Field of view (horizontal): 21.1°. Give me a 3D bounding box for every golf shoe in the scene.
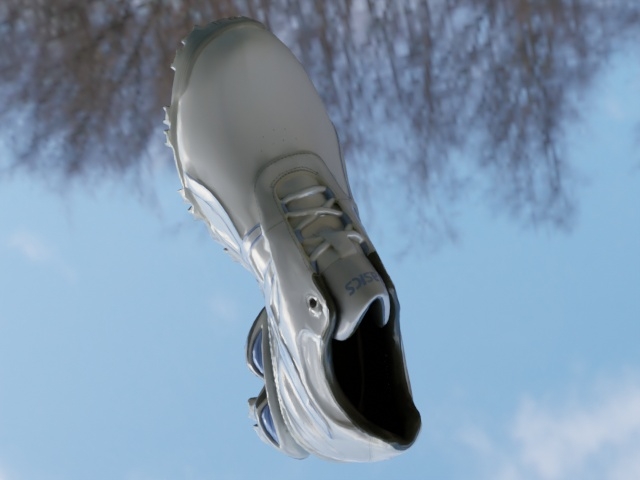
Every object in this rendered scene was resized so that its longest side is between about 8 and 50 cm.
[{"bbox_3d":[0.000,0.000,0.634,0.069,0.176,0.086,-25,-165,-26],"label":"golf shoe"}]
